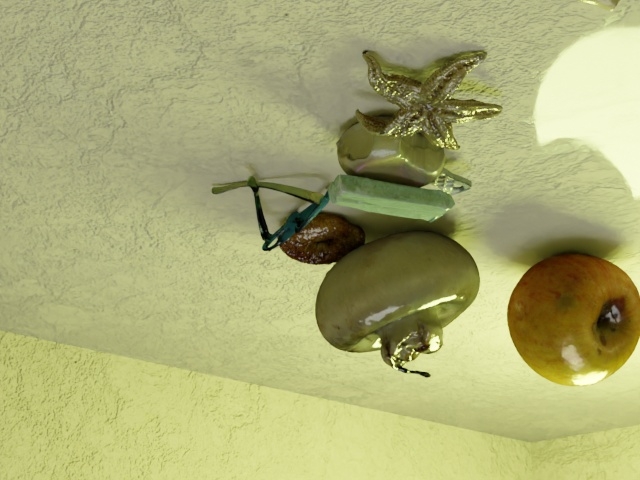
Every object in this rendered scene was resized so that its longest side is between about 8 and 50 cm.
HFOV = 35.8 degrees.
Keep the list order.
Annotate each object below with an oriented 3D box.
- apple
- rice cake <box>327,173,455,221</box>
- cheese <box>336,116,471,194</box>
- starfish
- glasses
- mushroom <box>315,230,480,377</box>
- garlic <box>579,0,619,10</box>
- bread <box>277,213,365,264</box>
[{"bbox_3d":[0.552,0.170,2.187,0.299,0.299,0.275,16,-177,-29],"label":"apple"},{"bbox_3d":[0.120,-0.074,1.730,0.226,0.040,0.085,9,161,-22],"label":"rice cake"},{"bbox_3d":[0.162,-0.134,1.741,0.286,0.082,0.163,17,155,-36],"label":"cheese"},{"bbox_3d":[0.174,-0.217,1.544,0.235,0.062,0.277,-26,134,27],"label":"starfish"},{"bbox_3d":[-0.103,-0.055,1.930,0.206,0.102,0.239,13,156,-24],"label":"glasses"},{"bbox_3d":[0.173,0.145,2.093,0.362,0.295,0.362,-17,160,-6],"label":"mushroom"},{"bbox_3d":[0.348,-0.327,1.266,0.083,0.053,0.041,19,156,-15],"label":"garlic"},{"bbox_3d":[0.000,0.000,2.111,0.193,0.064,0.193,0,155,0],"label":"bread"}]
